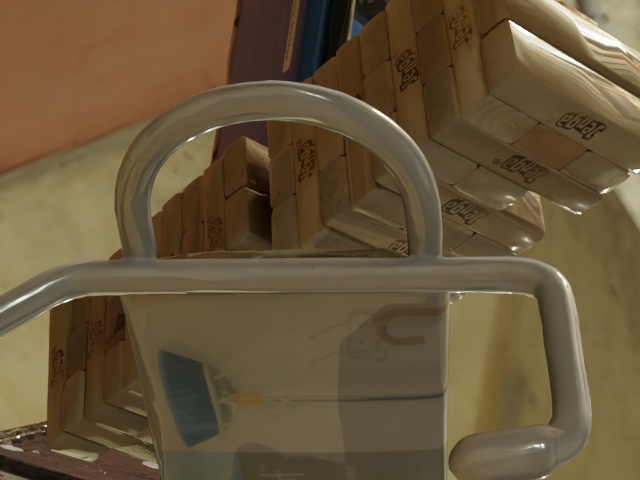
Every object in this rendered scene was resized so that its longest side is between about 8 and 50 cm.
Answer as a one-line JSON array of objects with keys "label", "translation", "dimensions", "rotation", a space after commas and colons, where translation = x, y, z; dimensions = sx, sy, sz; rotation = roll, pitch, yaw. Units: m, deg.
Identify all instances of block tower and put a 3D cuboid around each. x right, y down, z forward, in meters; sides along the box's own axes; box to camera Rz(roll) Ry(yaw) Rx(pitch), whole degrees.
[{"label": "block tower", "translation": [0.000, 0.000, 0.783], "dimensions": [0.097, 0.091, 0.335], "rotation": [25, -45, -33]}]

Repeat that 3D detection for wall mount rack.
[{"label": "wall mount rack", "translation": [-0.059, 0.111, 0.624], "dimensions": [0.304, 0.130, 0.350], "rotation": [-2, -46, 3]}]

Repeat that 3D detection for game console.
[{"label": "game console", "translation": [0.027, -0.090, 1.111], "dimensions": [0.173, 0.293, 0.250], "rotation": [14, -20, -20]}]

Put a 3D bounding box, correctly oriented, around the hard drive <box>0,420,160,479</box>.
[{"label": "hard drive", "translation": [-0.120, 0.200, 1.338], "dimensions": [0.339, 0.237, 0.064], "rotation": [0, -76, -77]}]
